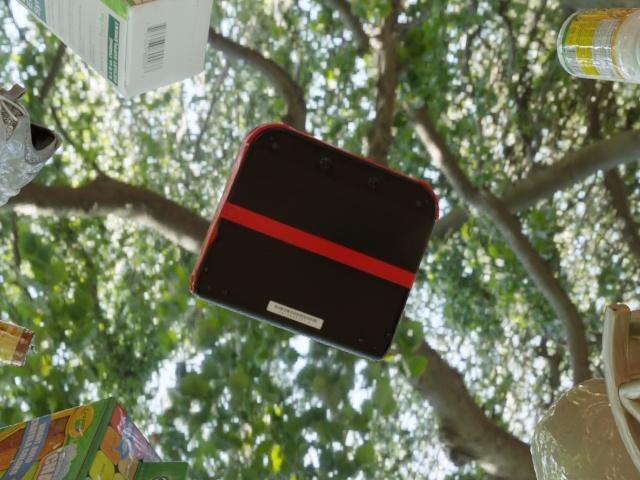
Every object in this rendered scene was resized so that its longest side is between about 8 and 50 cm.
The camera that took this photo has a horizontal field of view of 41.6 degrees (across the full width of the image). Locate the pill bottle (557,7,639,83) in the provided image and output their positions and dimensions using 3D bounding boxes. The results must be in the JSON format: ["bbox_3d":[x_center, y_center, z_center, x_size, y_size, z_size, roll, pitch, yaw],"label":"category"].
[{"bbox_3d":[0.488,-0.312,1.346,0.117,0.118,0.208,-14,-161,-20],"label":"pill bottle"}]

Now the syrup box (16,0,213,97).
[{"bbox_3d":[-0.211,-0.241,0.782,0.237,0.093,0.096,40,-133,24],"label":"syrup box"}]

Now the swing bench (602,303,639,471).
[{"bbox_3d":[0.413,0.137,0.697,0.253,0.165,0.254,-3,-177,-12],"label":"swing bench"}]

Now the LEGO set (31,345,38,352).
[{"bbox_3d":[-0.498,0.161,1.366,0.083,0.023,0.054,14,-167,-23],"label":"LEGO set"}]

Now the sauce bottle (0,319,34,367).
[{"bbox_3d":[-0.354,0.091,0.843,0.128,0.042,0.042,20,-143,-13],"label":"sauce bottle"}]

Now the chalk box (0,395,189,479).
[{"bbox_3d":[-0.305,0.331,1.057,0.289,0.179,0.180,-19,-151,17],"label":"chalk box"}]

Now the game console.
[{"bbox_3d":[0.000,0.000,1.506,0.386,0.342,0.060,21,180,-12],"label":"game console"}]

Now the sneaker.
[{"bbox_3d":[-0.346,-0.129,0.816,0.115,0.281,0.105,-37,-103,-5],"label":"sneaker"}]

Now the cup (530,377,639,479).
[{"bbox_3d":[0.464,0.348,1.282,0.331,0.331,0.237,-18,-138,-25],"label":"cup"}]
